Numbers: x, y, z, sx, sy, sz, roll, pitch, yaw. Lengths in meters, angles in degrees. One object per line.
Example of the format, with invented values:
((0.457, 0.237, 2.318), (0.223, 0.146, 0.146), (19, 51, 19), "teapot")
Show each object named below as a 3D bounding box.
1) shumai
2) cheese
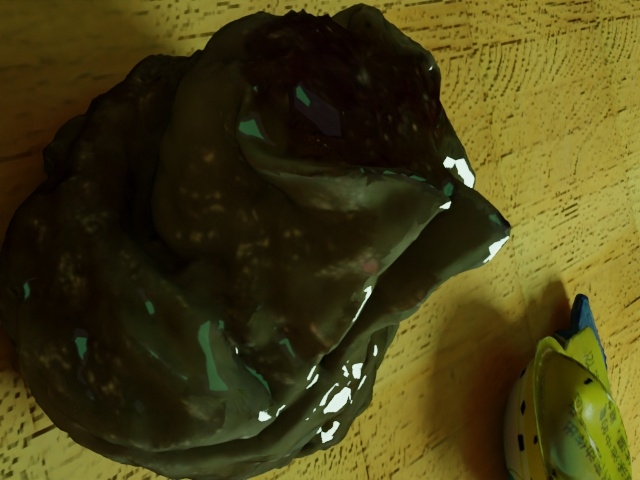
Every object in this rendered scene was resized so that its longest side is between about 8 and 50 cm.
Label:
((-0.001, 0.004, 0.654), (0.218, 0.185, 0.184), (16, 69, -58), "shumai")
((0.164, 0.120, 1.035), (0.250, 0.064, 0.157), (-57, 133, -62), "cheese")
